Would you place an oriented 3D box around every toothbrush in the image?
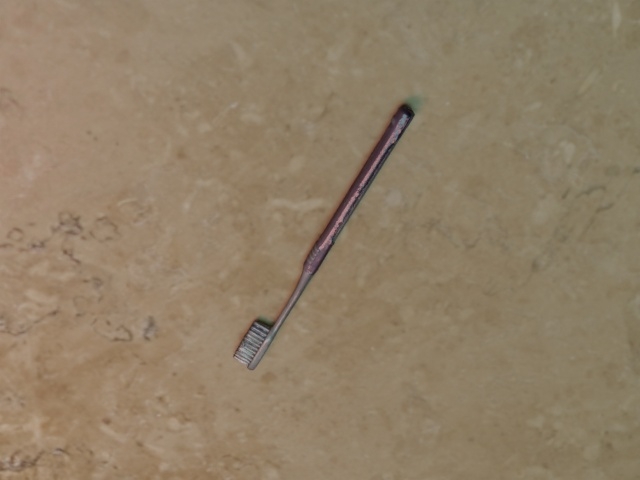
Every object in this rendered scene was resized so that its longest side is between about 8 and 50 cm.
[{"bbox_3d":[0.000,0.000,2.017,0.029,0.024,0.354,28,115,-9],"label":"toothbrush"}]
